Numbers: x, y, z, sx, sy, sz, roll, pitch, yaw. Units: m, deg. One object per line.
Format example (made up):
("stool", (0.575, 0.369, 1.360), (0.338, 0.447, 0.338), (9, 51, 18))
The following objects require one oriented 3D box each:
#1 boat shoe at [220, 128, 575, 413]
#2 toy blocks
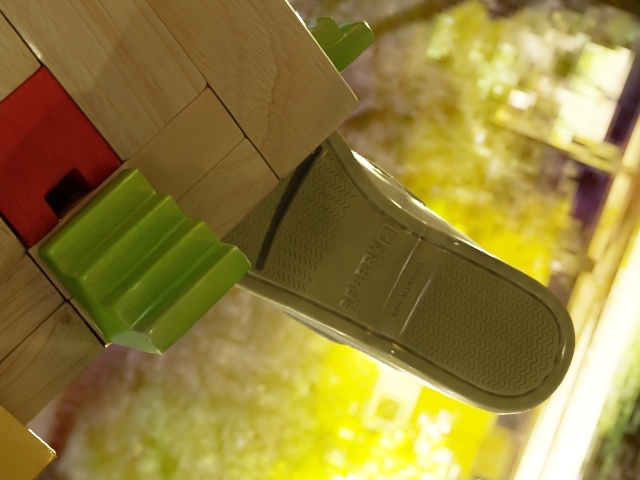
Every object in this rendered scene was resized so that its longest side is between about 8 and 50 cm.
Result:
("boat shoe", (0.000, 0.000, 1.065), (0.113, 0.302, 0.103), (-53, 2, -8))
("toy blocks", (-0.174, -0.059, 0.695), (0.381, 0.261, 0.191), (-44, 21, -20))
